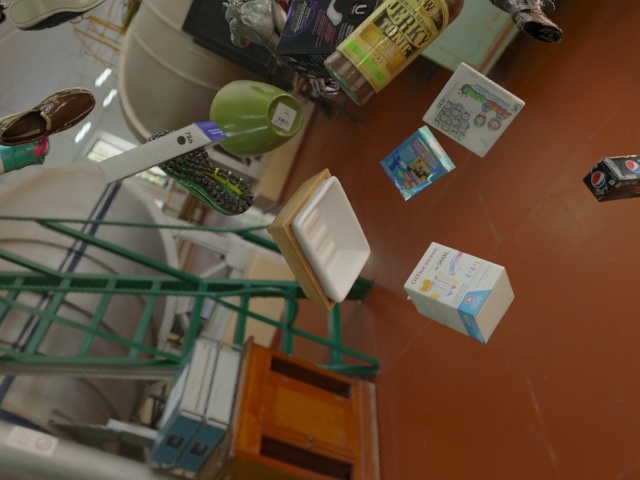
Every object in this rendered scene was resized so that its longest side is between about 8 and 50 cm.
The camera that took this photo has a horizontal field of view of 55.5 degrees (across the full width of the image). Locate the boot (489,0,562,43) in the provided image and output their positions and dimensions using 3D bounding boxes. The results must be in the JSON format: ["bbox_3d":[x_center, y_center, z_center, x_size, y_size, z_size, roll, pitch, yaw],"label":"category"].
[{"bbox_3d":[0.591,-0.608,1.670,0.091,0.263,0.228,-63,38,40],"label":"boot"}]

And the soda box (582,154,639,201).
[{"bbox_3d":[0.539,-0.110,1.047,0.060,0.169,0.053,115,141,-49],"label":"soda box"}]

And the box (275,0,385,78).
[{"bbox_3d":[0.047,-0.523,1.579,0.271,0.143,0.165,12,81,34],"label":"box"}]

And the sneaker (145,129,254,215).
[{"bbox_3d":[-0.362,-0.179,1.758,0.134,0.344,0.146,-55,12,-26],"label":"sneaker"}]

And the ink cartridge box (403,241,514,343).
[{"bbox_3d":[0.204,0.076,0.933,0.143,0.090,0.092,22,68,38],"label":"ink cartridge box"}]

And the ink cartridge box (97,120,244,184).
[{"bbox_3d":[-0.363,-0.231,1.503,0.333,0.065,0.165,-18,10,9],"label":"ink cartridge box"}]

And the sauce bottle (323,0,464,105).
[{"bbox_3d":[0.161,-0.388,1.048,0.344,0.111,0.111,-44,20,9],"label":"sauce bottle"}]

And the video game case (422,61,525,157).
[{"bbox_3d":[0.320,-0.271,1.278,0.143,0.157,0.019,-56,6,30],"label":"video game case"}]

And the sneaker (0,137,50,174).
[{"bbox_3d":[-0.834,-0.274,1.647,0.296,0.179,0.123,37,135,40],"label":"sneaker"}]

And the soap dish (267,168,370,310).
[{"bbox_3d":[0.000,0.000,1.552,0.118,0.290,0.228,1,42,36],"label":"soap dish"}]

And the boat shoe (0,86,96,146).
[{"bbox_3d":[-0.668,-0.295,1.494,0.258,0.095,0.095,-33,33,-17],"label":"boat shoe"}]

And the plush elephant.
[{"bbox_3d":[-0.182,-0.788,2.018,0.255,0.272,0.330,-62,-21,-6],"label":"plush elephant"}]

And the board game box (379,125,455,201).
[{"bbox_3d":[0.299,-0.237,1.908,0.047,0.160,0.210,-32,-3,-38],"label":"board game box"}]

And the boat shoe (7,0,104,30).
[{"bbox_3d":[-0.631,-0.578,1.495,0.255,0.095,0.079,-26,5,-1],"label":"boat shoe"}]

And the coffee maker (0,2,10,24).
[{"bbox_3d":[-0.949,-0.655,1.655,0.120,0.171,0.178,-45,29,-1],"label":"coffee maker"}]

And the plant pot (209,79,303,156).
[{"bbox_3d":[-0.188,-0.413,2.057,0.294,0.275,0.274,14,81,56],"label":"plant pot"}]

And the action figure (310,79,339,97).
[{"bbox_3d":[0.012,-0.538,1.910,0.285,0.099,0.185,-43,-47,-78],"label":"action figure"}]
